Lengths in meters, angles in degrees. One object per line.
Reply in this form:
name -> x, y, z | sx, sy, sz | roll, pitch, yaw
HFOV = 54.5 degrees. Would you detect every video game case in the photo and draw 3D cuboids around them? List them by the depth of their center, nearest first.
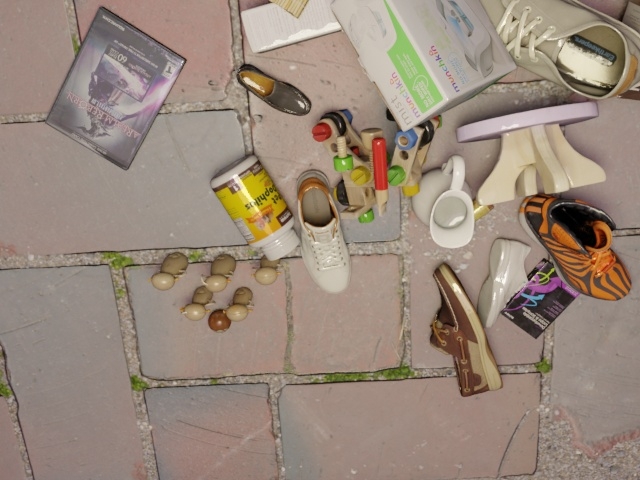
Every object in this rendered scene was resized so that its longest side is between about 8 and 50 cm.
video game case -> -0.430, -0.311, 1.302 | 0.196, 0.026, 0.274 | 31, 106, -9

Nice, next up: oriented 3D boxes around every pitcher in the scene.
pitcher -> 0.256, -0.099, 1.264 | 0.125, 0.207, 0.178 | 6, 108, -1

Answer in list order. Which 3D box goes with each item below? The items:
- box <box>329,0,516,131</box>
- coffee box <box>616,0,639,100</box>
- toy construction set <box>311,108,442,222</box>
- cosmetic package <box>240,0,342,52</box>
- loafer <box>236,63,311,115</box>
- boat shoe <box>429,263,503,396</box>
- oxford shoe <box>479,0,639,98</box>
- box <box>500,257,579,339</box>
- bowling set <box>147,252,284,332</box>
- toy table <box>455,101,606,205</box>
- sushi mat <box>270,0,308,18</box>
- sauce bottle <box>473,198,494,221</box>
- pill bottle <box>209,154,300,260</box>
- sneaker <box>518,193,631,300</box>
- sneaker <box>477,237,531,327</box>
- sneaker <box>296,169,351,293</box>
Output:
box -> 0.183, -0.359, 1.105 | 0.126, 0.231, 0.262 | -30, 90, 52
coffee box -> 0.666, -0.413, 1.155 | 0.168, 0.119, 0.297 | 7, 126, -2
toy construction set -> 0.113, -0.124, 1.224 | 0.257, 0.309, 0.237 | -2, 114, 10
cosmetic package -> -0.028, -0.431, 1.204 | 0.231, 0.117, 0.086 | -15, 106, 5
loafer -> -0.098, -0.303, 1.278 | 0.170, 0.061, 0.062 | 24, 107, -8
boat shoe -> 0.308, 0.217, 1.421 | 0.123, 0.123, 0.342 | -22, 113, 7
oxford shoe -> 0.382, -0.390, 1.146 | 0.449, 0.130, 0.169 | 29, 131, 13
box -> 0.506, 0.136, 1.434 | 0.116, 0.029, 0.162 | 35, 107, -10
bowling set -> -0.218, 0.134, 1.381 | 0.286, 0.154, 0.200 | -3, 109, 3
toy table -> 0.420, -0.169, 1.237 | 0.274, 0.252, 0.161 | -10, 92, 13
sushi mat -> -0.022, -0.577, 1.140 | 0.151, 0.019, 0.317 | 31, 89, 9
sauce bottle -> 0.318, -0.050, 1.366 | 0.128, 0.042, 0.042 | -36, 104, 10
pill bottle -> -0.134, -0.066, 1.330 | 0.117, 0.117, 0.215 | -29, 106, 10
sneaker -> 0.566, 0.029, 1.305 | 0.321, 0.180, 0.125 | 38, 88, -12
sneaker -> 0.421, 0.104, 1.403 | 0.094, 0.080, 0.212 | 7, 108, -11
sneaker -> 0.000, 0.000, 1.349 | 0.105, 0.123, 0.290 | -14, 109, 4
